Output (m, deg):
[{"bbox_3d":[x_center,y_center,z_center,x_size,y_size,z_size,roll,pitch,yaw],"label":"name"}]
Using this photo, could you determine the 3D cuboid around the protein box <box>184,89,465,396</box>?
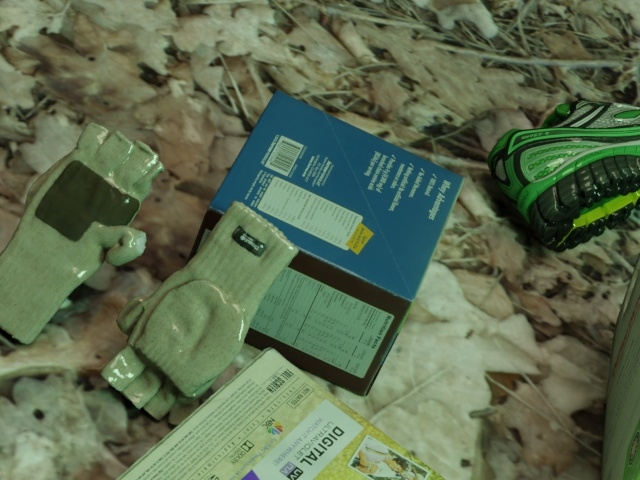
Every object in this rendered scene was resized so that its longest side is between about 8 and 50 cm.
[{"bbox_3d":[0.000,0.000,1.726,0.201,0.136,0.200,25,41,1],"label":"protein box"}]

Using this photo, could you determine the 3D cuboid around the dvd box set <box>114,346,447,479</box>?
[{"bbox_3d":[0.030,0.296,1.493,0.420,0.062,0.307,36,42,12],"label":"dvd box set"}]

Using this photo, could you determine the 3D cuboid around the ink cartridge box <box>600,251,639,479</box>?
[{"bbox_3d":[0.332,0.145,1.674,0.119,0.207,0.353,12,42,2],"label":"ink cartridge box"}]

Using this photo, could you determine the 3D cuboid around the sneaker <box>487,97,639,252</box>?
[{"bbox_3d":[0.329,-0.110,1.999,0.344,0.134,0.146,-18,56,-37],"label":"sneaker"}]

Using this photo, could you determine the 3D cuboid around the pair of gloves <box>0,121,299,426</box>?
[{"bbox_3d":[-0.163,0.028,1.607,0.240,0.204,0.042,30,0,12],"label":"pair of gloves"}]
